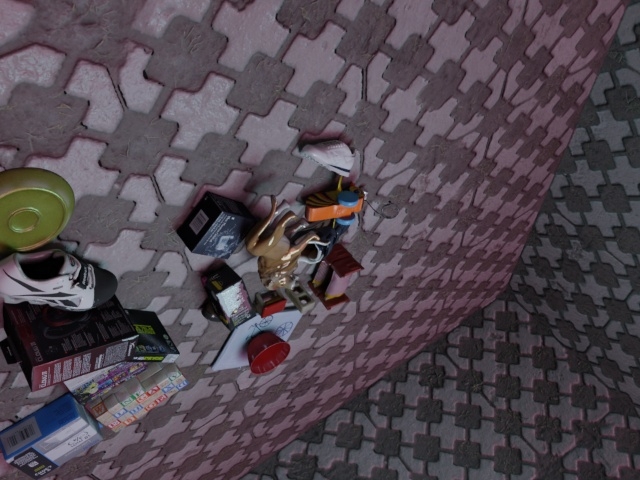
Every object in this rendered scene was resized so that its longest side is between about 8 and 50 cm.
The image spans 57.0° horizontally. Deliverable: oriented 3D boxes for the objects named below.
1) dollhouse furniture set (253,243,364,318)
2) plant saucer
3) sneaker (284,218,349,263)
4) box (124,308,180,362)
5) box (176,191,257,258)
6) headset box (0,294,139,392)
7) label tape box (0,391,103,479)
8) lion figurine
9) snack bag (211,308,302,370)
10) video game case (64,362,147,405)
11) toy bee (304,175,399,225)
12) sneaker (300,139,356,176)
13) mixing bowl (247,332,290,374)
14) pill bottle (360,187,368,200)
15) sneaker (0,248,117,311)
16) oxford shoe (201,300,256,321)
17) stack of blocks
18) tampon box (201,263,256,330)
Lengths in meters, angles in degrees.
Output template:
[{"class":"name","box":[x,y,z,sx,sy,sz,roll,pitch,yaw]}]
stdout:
[{"class":"dollhouse furniture set","box":[-0.045,0.174,2.197,0.374,0.152,0.201,-19,144,-34]},{"class":"plant saucer","box":[-0.657,-0.053,1.298,0.241,0.037,0.240,-29,149,-20]},{"class":"sneaker","box":[0.000,0.000,2.051,0.321,0.127,0.126,-22,144,-34]},{"class":"box","box":[-0.530,0.280,1.740,0.045,0.184,0.191,-47,149,15]},{"class":"box","box":[-0.294,-0.039,1.686,0.156,0.093,0.158,-50,151,15]},{"class":"headset box","box":[-0.652,0.238,1.506,0.293,0.218,0.110,-15,141,-40]},{"class":"label tape box","box":[-0.860,0.665,1.944,0.241,0.106,0.333,-30,148,-18]},{"class":"lion figurine","box":[-0.143,0.013,1.778,0.240,0.142,0.392,-40,149,2]},{"class":"snack bag","box":[-0.254,0.396,2.368,0.343,0.037,0.323,1,130,-46]},{"class":"video game case","box":[-0.686,0.412,1.875,0.232,0.042,0.210,-29,148,-21]},{"class":"toy bee","box":[0.084,-0.125,1.981,0.299,0.162,0.195,16,123,-25]},{"class":"sneaker","box":[0.026,-0.265,1.785,0.235,0.090,0.094,8,111,-58]},{"class":"mixing bowl","box":[-0.219,0.429,2.318,0.182,0.098,0.181,-27,145,-21]},{"class":"pill bottle","box":[0.136,-0.146,2.094,0.043,0.043,0.083,-1,132,-49]},{"class":"sneaker","box":[-0.612,0.089,1.420,0.146,0.122,0.331,-33,158,28]},{"class":"oxford shoe","box":[-0.297,0.230,2.050,0.227,0.083,0.096,6,124,-53]},{"class":"stack of blocks","box":[-0.627,0.521,2.044,0.297,0.087,0.171,-33,149,-15]},{"class":"tampon box","box":[-0.296,0.184,1.899,0.102,0.120,0.160,-30,125,-21]}]
